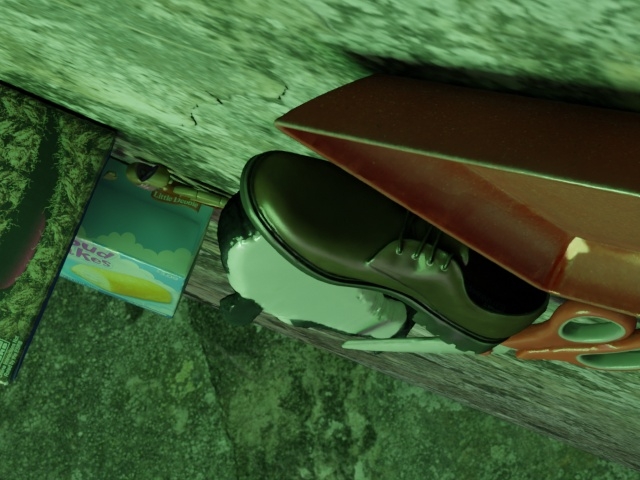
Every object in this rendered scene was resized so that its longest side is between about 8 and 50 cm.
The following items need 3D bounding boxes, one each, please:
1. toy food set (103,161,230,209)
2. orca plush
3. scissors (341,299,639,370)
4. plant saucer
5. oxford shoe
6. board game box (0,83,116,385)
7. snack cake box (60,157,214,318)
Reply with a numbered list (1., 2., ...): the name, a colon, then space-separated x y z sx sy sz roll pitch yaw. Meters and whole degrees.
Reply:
1. toy food set: -0.134 -0.052 1.456 0.122 0.019 0.078 16 175 -11
2. orca plush: 0.000 0.000 1.302 0.151 0.102 0.287 -38 148 28
3. scissors: 0.151 0.088 1.276 0.109 0.021 0.297 29 151 -35
4. plant saucer: 0.148 -0.010 0.782 0.259 0.048 0.258 16 171 46
5. oxford shoe: 0.055 -0.006 1.050 0.227 0.083 0.096 24 153 -20
6. board game box: -0.352 -0.036 1.357 0.291 0.232 0.141 22 172 -7
7. snack cake box: -0.244 -0.027 1.556 0.264 0.089 0.152 21 161 -3
